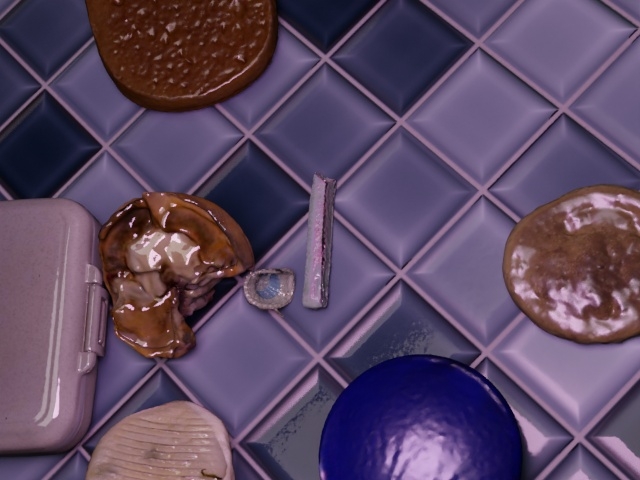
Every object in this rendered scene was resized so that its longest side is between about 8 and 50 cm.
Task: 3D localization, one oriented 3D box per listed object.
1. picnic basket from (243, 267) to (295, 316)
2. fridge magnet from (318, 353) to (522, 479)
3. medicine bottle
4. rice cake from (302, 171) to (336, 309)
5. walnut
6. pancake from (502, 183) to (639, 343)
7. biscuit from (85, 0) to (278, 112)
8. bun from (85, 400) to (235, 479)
[{"bbox_3d":[-0.068,0.069,1.633,0.083,0.083,0.065,18,106,56],"label":"picnic basket"},{"bbox_3d":[0.127,0.278,1.486,0.266,0.112,0.265,-4,71,13],"label":"fridge magnet"},{"bbox_3d":[-0.446,0.126,1.684,0.282,0.123,0.375,-4,70,15],"label":"medicine bottle"},{"bbox_3d":[-0.001,0.000,1.661,0.033,0.033,0.207,-5,69,24],"label":"rice cake"},{"bbox_3d":[-0.216,0.030,1.633,0.204,0.141,0.238,37,102,-6],"label":"walnut"},{"bbox_3d":[0.367,0.025,1.545,0.242,0.050,0.241,-4,70,12],"label":"pancake"},{"bbox_3d":[-0.204,-0.389,1.831,0.350,0.070,0.394,-14,69,7],"label":"biscuit"},{"bbox_3d":[-0.209,0.329,1.549,0.210,0.116,0.237,-6,43,10],"label":"bun"}]
